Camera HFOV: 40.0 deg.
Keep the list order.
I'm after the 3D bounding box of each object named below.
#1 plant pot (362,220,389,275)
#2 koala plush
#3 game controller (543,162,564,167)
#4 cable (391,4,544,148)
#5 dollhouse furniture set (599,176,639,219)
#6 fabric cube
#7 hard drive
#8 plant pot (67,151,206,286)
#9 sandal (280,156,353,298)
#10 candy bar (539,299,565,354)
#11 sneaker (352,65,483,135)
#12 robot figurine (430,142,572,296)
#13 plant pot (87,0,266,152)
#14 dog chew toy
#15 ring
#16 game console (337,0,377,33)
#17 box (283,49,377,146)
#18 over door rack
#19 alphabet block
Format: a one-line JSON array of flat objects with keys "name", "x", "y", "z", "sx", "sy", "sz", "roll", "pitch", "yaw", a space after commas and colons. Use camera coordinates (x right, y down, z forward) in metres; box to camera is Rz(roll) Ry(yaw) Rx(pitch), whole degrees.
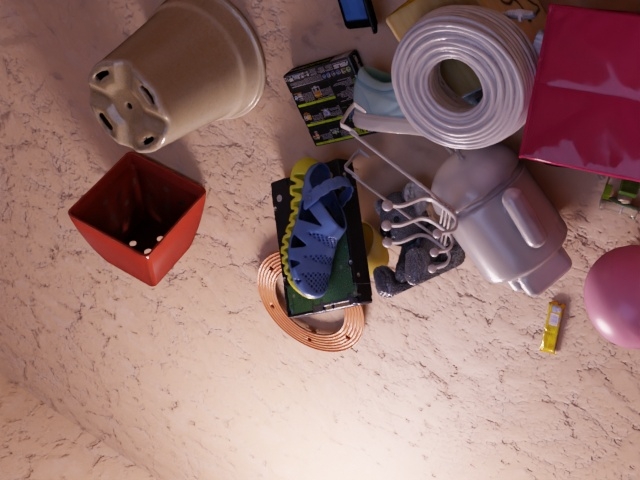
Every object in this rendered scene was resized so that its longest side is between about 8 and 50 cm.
[{"name": "plant pot", "x": 0.110, "y": 0.034, "z": 2.108, "sx": 0.095, "sy": 0.134, "sz": 0.134, "roll": 31, "pitch": 147, "yaw": -35}, {"name": "koala plush", "x": 0.205, "y": -0.014, "z": 1.978, "sx": 0.196, "sy": 0.203, "sz": 0.221, "roll": -34, "pitch": 79, "yaw": 60}, {"name": "game controller", "x": 0.547, "y": -0.201, "z": 1.647, "sx": 0.319, "sy": 0.067, "sz": 0.166, "roll": 8, "pitch": 141, "yaw": 33}, {"name": "cable", "x": 0.246, "y": -0.274, "z": 1.502, "sx": 0.257, "sy": 0.089, "sz": 0.257, "roll": 15, "pitch": 131, "yaw": 27}, {"name": "dollhouse furniture set", "x": 0.584, "y": -0.096, "z": 1.688, "sx": 0.076, "sy": 0.059, "sz": 0.152, "roll": 17, "pitch": 169, "yaw": 16}, {"name": "fabric cube", "x": 0.506, "y": -0.239, "z": 1.443, "sx": 0.258, "sy": 0.254, "sz": 0.259, "roll": 16, "pitch": 106, "yaw": 27}, {"name": "hard drive", "x": 0.000, "y": 0.000, "z": 2.072, "sx": 0.236, "sy": 0.064, "sz": 0.339, "roll": -17, "pitch": 77, "yaw": 43}, {"name": "plant pot", "x": -0.483, "y": -0.034, "z": 2.402, "sx": 0.267, "sy": 0.267, "sz": 0.236, "roll": 27, "pitch": 147, "yaw": 17}, {"name": "sandal", "x": -0.001, "y": -0.027, "z": 1.952, "sx": 0.138, "sy": 0.126, "sz": 0.318, "roll": 4, "pitch": 93, "yaw": 40}, {"name": "candy bar", "x": 0.527, "y": 0.201, "z": 1.997, "sx": 0.040, "sy": 0.018, "sz": 0.162, "roll": 16, "pitch": 131, "yaw": 21}, {"name": "sneaker", "x": 0.225, "y": -0.292, "z": 1.752, "sx": 0.365, "sy": 0.135, "sz": 0.150, "roll": 5, "pitch": 114, "yaw": 25}, {"name": "robot figurine", "x": 0.360, "y": -0.055, "z": 1.785, "sx": 0.353, "sy": 0.199, "sz": 0.300, "roll": 53, "pitch": 170, "yaw": -11}, {"name": "plant pot", "x": -0.344, "y": -0.361, "z": 1.987, "sx": 0.333, "sy": 0.305, "sz": 0.334, "roll": 20, "pitch": 133, "yaw": 23}, {"name": "dog chew toy", "x": 0.679, "y": 0.085, "z": 1.673, "sx": 0.331, "sy": 0.206, "sz": 0.207, "roll": -22, "pitch": 108, "yaw": 36}, {"name": "ring", "x": -0.025, "y": 0.161, "z": 2.366, "sx": 0.336, "sy": 0.032, "sz": 0.337, "roll": 19, "pitch": 132, "yaw": 23}, {"name": "game console", "x": 0.067, "y": -0.477, "z": 1.766, "sx": 0.071, "sy": 0.107, "sz": 0.122, "roll": -14, "pitch": 117, "yaw": 11}, {"name": "box", "x": 0.033, "y": -0.310, "z": 1.941, "sx": 0.190, "sy": 0.045, "sz": 0.184, "roll": -9, "pitch": 119, "yaw": 39}, {"name": "over door rack", "x": 0.139, "y": -0.088, "z": 1.770, "sx": 0.324, "sy": 0.108, "sz": 0.239, "roll": 50, "pitch": 171, "yaw": 17}, {"name": "alphabet block", "x": 0.273, "y": -0.392, "z": 1.592, "sx": 0.193, "sy": 0.192, "sz": 0.197, "roll": -23, "pitch": 107, "yaw": 43}]
